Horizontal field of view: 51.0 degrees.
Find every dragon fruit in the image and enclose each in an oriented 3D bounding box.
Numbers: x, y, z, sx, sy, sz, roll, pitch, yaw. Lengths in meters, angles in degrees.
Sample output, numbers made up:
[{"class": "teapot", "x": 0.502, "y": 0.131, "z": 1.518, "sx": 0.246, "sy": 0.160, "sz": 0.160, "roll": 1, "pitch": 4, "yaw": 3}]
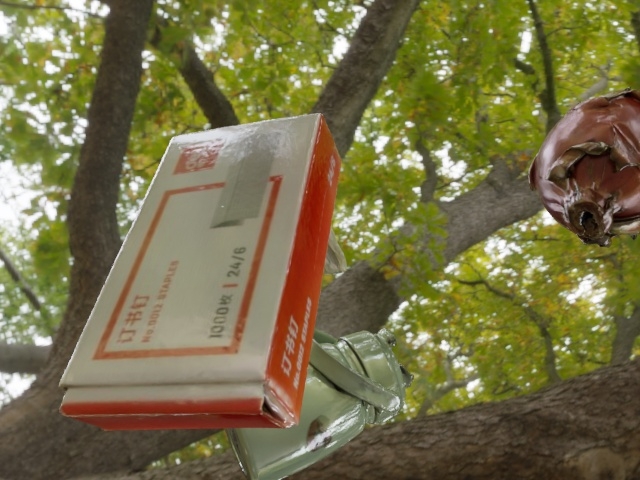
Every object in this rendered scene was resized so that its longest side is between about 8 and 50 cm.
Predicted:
[{"class": "dragon fruit", "x": 0.470, "y": -0.118, "z": 1.106, "sx": 0.250, "sy": 0.250, "sz": 0.315, "roll": 1, "pitch": -122, "yaw": 46}]

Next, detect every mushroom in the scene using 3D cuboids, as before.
[{"class": "mushroom", "x": 0.003, "y": -0.001, "z": 1.344, "sx": 0.059, "sy": 0.054, "sz": 0.202, "roll": -33, "pitch": -129, "yaw": 5}]

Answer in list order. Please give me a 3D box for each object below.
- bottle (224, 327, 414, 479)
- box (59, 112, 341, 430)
[{"class": "bottle", "x": 0.002, "y": 0.269, "z": 1.193, "sx": 0.229, "sy": 0.351, "sz": 0.229, "roll": 161, "pitch": -90, "yaw": -74}, {"class": "box", "x": -0.061, "y": 0.013, "z": 0.416, "sx": 0.122, "sy": 0.230, "sz": 0.050, "roll": -6, "pitch": -45, "yaw": 18}]
